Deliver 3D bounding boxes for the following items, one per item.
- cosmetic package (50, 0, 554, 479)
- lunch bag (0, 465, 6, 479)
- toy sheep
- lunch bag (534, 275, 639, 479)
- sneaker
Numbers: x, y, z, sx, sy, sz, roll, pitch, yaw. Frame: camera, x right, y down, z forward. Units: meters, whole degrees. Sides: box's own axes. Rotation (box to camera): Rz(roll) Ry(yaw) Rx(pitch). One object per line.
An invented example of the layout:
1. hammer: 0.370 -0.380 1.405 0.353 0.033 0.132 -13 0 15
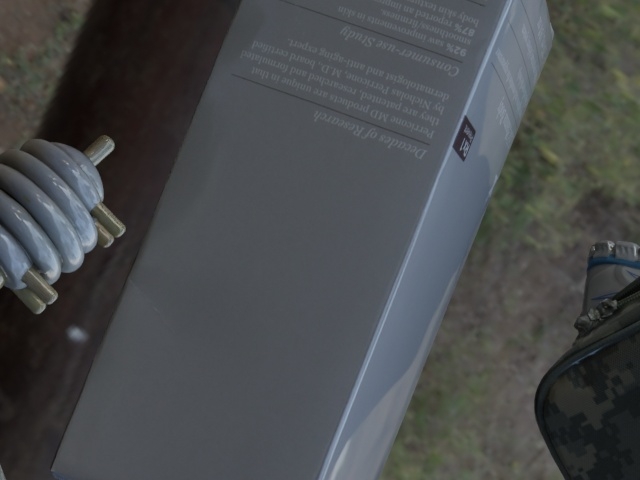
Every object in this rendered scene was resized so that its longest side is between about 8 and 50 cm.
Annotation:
1. cosmetic package: 0.000 0.000 0.584 0.127 0.107 0.238 29 80 -76
2. lunch bag: -0.313 0.202 1.100 0.169 0.287 0.235 -14 107 11
3. toy sheep: -0.169 -0.015 0.907 0.132 0.091 0.091 -47 145 -26
4. lunch bag: 0.297 0.067 0.852 0.305 0.212 0.256 -35 176 29
5. sneaker: 0.283 0.052 1.174 0.071 0.190 0.083 39 65 -38
